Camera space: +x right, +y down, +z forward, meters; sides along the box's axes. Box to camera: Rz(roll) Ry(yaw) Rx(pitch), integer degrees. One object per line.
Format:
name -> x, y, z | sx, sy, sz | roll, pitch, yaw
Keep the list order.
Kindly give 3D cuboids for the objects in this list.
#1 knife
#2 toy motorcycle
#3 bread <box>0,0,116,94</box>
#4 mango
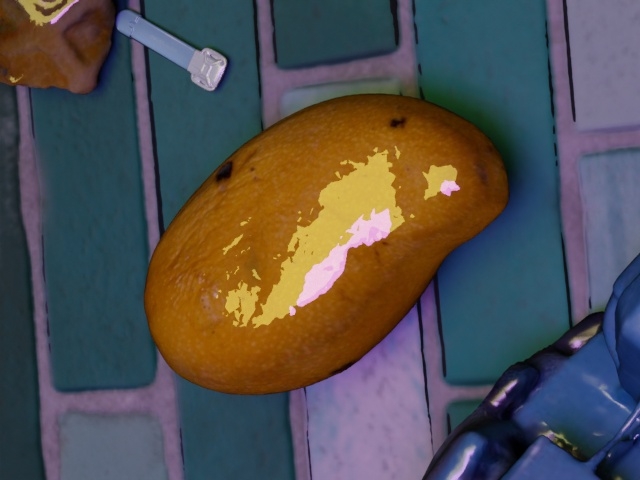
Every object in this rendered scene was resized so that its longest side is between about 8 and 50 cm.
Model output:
knife -> -0.103, -0.133, 1.155 | 0.096, 0.010, 0.027 | 31, 105, 23
toy motorcycle -> 0.150, 0.138, 0.929 | 0.172, 0.232, 0.416 | 40, 107, 21
bread -> -0.193, -0.223, 1.155 | 0.128, 0.088, 0.232 | 22, 106, 31
mango -> 0.001, 0.001, 1.062 | 0.262, 0.109, 0.157 | -29, 70, 18
